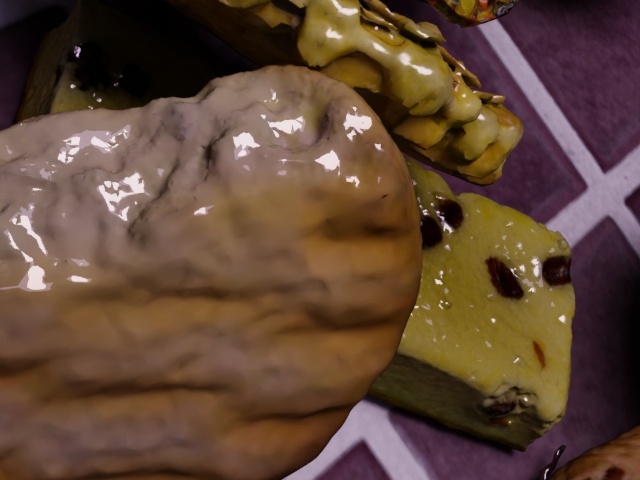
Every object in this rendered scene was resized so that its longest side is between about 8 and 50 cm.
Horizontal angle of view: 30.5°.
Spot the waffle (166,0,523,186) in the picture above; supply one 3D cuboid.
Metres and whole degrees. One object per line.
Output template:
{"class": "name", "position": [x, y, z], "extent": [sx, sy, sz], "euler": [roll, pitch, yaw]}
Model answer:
{"class": "waffle", "position": [-0.022, -0.113, 0.598], "extent": [0.291, 0.291, 0.051], "euler": [31, 92, -19]}

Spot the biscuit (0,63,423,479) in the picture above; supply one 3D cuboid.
{"class": "biscuit", "position": [-0.093, 0.040, 0.512], "extent": [0.274, 0.213, 0.091], "euler": [-14, 40, -12]}

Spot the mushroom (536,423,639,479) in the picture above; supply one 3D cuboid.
{"class": "mushroom", "position": [0.296, 0.129, 0.747], "extent": [0.331, 0.356, 0.334], "euler": [45, 21, -21]}

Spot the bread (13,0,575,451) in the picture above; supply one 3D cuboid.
{"class": "bread", "position": [-0.001, 0.000, 0.675], "extent": [0.361, 0.077, 0.138], "euler": [24, 57, -24]}

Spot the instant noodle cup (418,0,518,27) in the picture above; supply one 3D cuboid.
{"class": "instant noodle cup", "position": [0.019, -0.257, 0.676], "extent": [0.251, 0.190, 0.251], "euler": [-28, 124, -52]}
